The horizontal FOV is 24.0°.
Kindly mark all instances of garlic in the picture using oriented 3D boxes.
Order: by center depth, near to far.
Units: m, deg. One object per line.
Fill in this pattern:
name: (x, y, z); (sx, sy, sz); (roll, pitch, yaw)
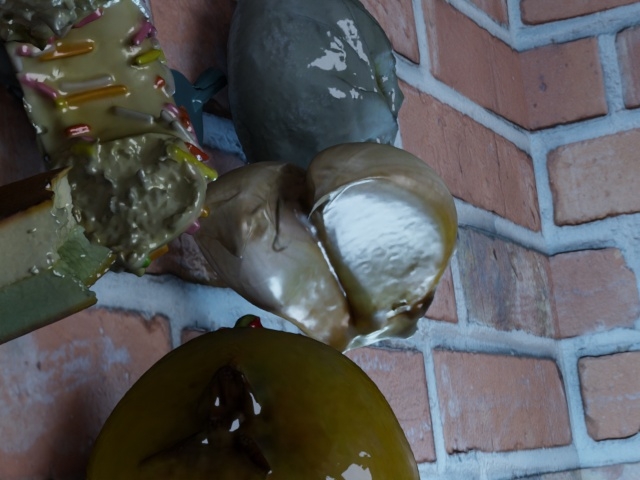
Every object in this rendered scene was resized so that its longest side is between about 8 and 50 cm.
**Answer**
garlic: (0.000, 0.000, 1.770); (0.313, 0.286, 0.249); (53, 45, -40)

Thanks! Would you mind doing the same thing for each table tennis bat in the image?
table tennis bat: (-0.161, -0.157, 1.802); (0.201, 0.033, 0.124); (-56, 133, -55)

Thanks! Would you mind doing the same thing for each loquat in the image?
loquat: (-0.059, 0.259, 1.494); (0.359, 0.328, 0.328); (79, 16, -50)

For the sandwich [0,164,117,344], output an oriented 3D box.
sandwich: (-0.284, 0.030, 1.254); (0.108, 0.186, 0.220); (69, 26, -16)

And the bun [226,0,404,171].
bun: (0.004, -0.197, 1.959); (0.354, 0.194, 0.354); (-8, 90, -77)

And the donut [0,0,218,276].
donut: (-0.218, -0.165, 1.429); (0.307, 0.150, 0.371); (-120, -170, -62)

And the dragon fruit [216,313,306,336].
dragon fruit: (-0.066, 0.170, 1.722); (0.166, 0.160, 0.172); (27, 52, -36)
